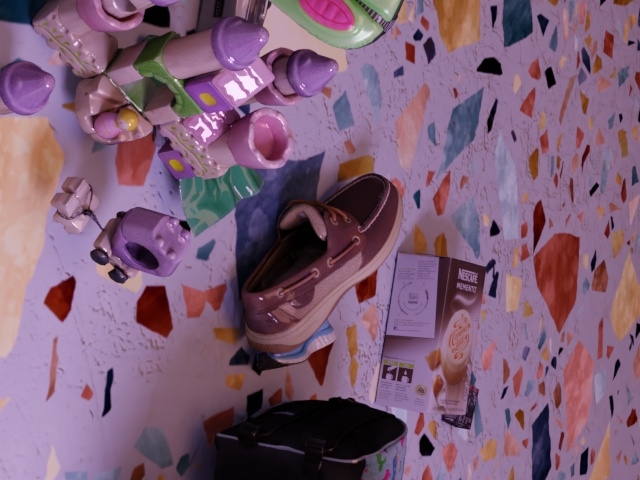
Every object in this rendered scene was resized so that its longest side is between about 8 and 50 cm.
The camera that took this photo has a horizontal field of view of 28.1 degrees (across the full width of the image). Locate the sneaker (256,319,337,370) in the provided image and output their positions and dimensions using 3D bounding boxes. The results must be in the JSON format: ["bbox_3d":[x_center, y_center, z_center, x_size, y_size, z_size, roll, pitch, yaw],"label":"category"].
[{"bbox_3d":[-0.043,0.129,1.755,0.162,0.063,0.073,-29,101,-57],"label":"sneaker"}]

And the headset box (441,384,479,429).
[{"bbox_3d":[0.247,0.284,2.243,0.062,0.032,0.083,31,68,-56],"label":"headset box"}]

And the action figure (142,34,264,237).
[{"bbox_3d":[-0.156,-0.138,1.512,0.137,0.064,0.232,-45,124,-43],"label":"action figure"}]

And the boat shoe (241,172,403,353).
[{"bbox_3d":[0.000,0.000,1.733,0.342,0.123,0.123,-47,134,-35],"label":"boat shoe"}]

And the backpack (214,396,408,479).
[{"bbox_3d":[-0.003,0.301,1.680,0.253,0.225,0.191,-27,121,-64],"label":"backpack"}]

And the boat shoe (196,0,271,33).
[{"bbox_3d":[-0.098,-0.306,1.569,0.070,0.078,0.219,13,92,-57],"label":"boat shoe"}]

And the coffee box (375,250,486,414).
[{"bbox_3d":[0.179,0.150,2.051,0.141,0.098,0.246,14,84,-58],"label":"coffee box"}]

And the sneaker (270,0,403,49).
[{"bbox_3d":[-0.028,-0.363,1.340,0.185,0.482,0.202,-37,143,9],"label":"sneaker"}]

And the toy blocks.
[{"bbox_3d":[-0.136,-0.161,1.301,0.288,0.260,0.309,49,54,-31],"label":"toy blocks"}]
